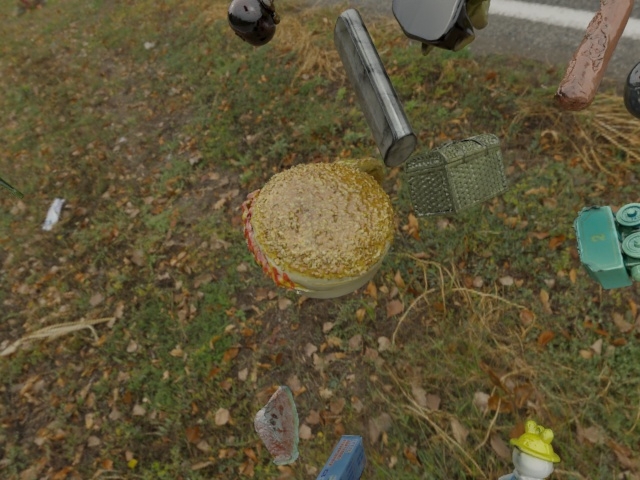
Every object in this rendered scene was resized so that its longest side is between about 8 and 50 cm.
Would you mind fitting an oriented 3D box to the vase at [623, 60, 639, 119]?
[{"bbox_3d":[0.604,-0.236,0.755,0.120,0.183,0.120,-53,20,29],"label":"vase"}]

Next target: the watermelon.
[{"bbox_3d":[-0.115,0.428,1.065,0.071,0.139,0.187,-26,45,17],"label":"watermelon"}]

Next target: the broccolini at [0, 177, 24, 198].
[{"bbox_3d":[-0.615,-0.153,0.809,0.052,0.194,0.054,-38,25,-32],"label":"broccolini"}]

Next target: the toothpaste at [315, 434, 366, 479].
[{"bbox_3d":[0.021,0.475,0.857,0.053,0.066,0.272,-11,5,24],"label":"toothpaste"}]

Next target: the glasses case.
[{"bbox_3d":[0.100,-0.292,0.866,0.060,0.114,0.299,-17,71,-7],"label":"glasses case"}]

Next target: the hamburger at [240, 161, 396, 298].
[{"bbox_3d":[0.001,-0.026,0.877,0.294,0.179,0.276,-19,59,-7],"label":"hamburger"}]

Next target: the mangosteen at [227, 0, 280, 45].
[{"bbox_3d":[-0.165,-0.575,1.153,0.140,0.140,0.140,-11,44,11],"label":"mangosteen"}]

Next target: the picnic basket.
[{"bbox_3d":[0.311,-0.155,1.037,0.196,0.154,0.134,-22,10,-30],"label":"picnic basket"}]

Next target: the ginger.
[{"bbox_3d":[0.342,-0.592,0.991,0.211,0.358,0.413,10,52,-24],"label":"ginger"}]

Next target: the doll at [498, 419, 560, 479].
[{"bbox_3d":[0.419,0.488,0.897,0.099,0.135,0.240,9,88,14],"label":"doll"}]

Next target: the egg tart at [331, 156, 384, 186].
[{"bbox_3d":[0.063,-0.173,1.497,0.319,0.319,0.128,-33,67,-12],"label":"egg tart"}]

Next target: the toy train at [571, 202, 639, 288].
[{"bbox_3d":[0.689,0.009,1.042,0.163,0.112,0.203,-18,43,38],"label":"toy train"}]

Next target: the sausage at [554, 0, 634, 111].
[{"bbox_3d":[0.285,-0.203,0.456,0.042,0.036,0.157,26,88,46],"label":"sausage"}]
